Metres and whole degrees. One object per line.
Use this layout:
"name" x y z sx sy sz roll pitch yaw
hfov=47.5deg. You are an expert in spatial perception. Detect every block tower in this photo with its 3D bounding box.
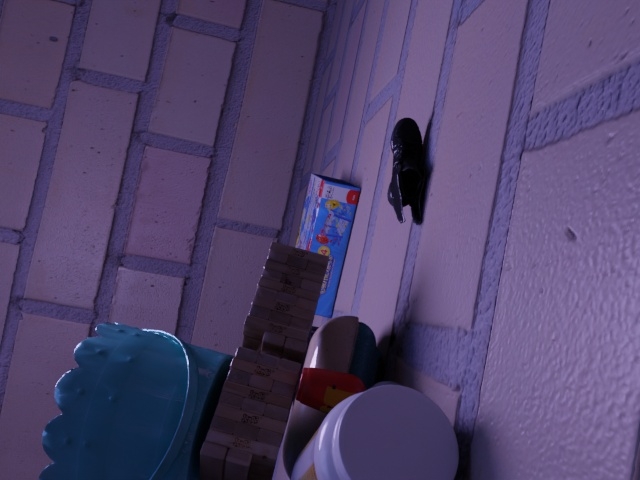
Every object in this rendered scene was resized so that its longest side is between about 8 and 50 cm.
"block tower" -0.069 0.161 0.977 0.097 0.091 0.335 104 -179 -50

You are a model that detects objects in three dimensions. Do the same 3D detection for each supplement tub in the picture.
"supplement tub" 0.054 0.247 0.777 0.200 0.144 0.144 113 166 -56

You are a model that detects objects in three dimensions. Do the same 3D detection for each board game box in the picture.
"board game box" 0.000 0.000 1.759 0.308 0.086 0.302 -129 51 -80

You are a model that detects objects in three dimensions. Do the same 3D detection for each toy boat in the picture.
"toy boat" 0.038 0.232 1.025 0.318 0.148 0.267 102 -177 -75

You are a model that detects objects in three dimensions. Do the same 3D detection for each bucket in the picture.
"bucket" -0.228 0.256 0.978 0.281 0.183 0.281 8 -90 -83

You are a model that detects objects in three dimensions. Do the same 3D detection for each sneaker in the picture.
"sneaker" 0.134 -0.107 1.099 0.089 0.051 0.170 170 107 -82

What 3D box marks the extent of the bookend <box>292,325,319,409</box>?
"bookend" -0.001 0.277 1.400 0.156 0.072 0.157 -93 18 -60
